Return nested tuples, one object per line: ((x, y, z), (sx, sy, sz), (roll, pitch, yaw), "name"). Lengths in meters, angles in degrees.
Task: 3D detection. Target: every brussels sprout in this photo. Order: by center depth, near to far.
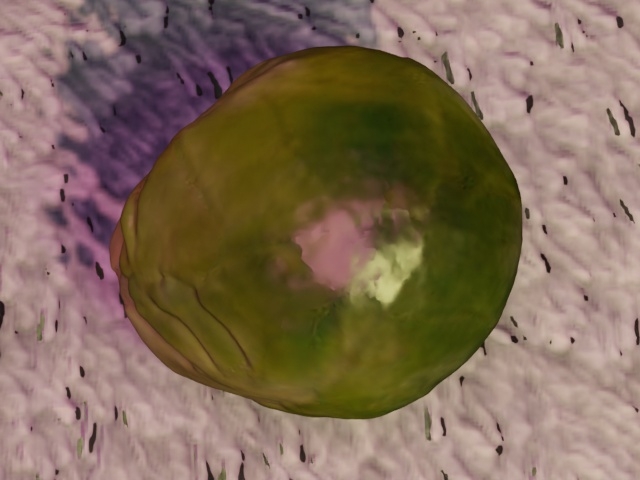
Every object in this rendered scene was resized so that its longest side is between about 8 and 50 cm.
((-0.001, 0.002, 0.631), (0.180, 0.144, 0.161), (-36, 101, 21), "brussels sprout")
